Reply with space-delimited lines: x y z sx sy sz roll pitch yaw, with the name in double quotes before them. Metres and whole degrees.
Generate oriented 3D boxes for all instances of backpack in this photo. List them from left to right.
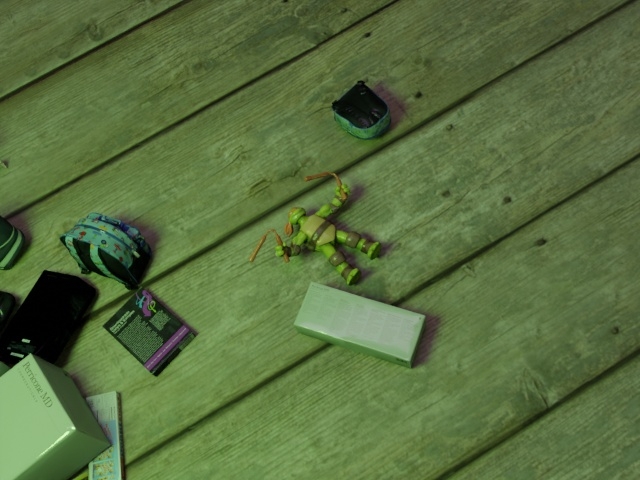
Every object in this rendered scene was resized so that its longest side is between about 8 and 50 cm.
"backpack" -0.449 0.008 1.679 0.158 0.173 0.116 17 68 18
"backpack" 0.097 -0.276 1.782 0.105 0.084 0.114 -41 60 -11

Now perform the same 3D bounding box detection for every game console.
"game console" -0.670 0.145 1.710 0.361 0.044 0.213 10 55 20

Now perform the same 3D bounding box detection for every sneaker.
"sneaker" -0.781 0.025 1.752 0.282 0.153 0.099 -22 64 12

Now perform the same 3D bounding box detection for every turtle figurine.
"turtle figurine" 0.000 0.000 1.661 0.217 0.087 0.269 37 66 15

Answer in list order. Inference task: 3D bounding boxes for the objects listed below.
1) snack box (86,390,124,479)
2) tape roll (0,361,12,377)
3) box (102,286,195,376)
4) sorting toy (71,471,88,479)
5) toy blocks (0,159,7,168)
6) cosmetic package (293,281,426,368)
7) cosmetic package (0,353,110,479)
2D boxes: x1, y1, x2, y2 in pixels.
"snack box" -0.420 0.386 1.573 0.064 0.022 0.178 -13 63 4
"tape roll" -0.707 0.234 1.583 0.219 0.219 0.072 24 69 19
"box" -0.353 0.185 1.658 0.162 0.029 0.116 38 74 22
"sorting toy" -0.531 0.509 1.468 0.274 0.132 0.046 -39 63 -11
"toy blocks" -0.895 -0.217 1.803 0.260 0.288 0.308 -17 60 5
"cosmetic package" 0.078 0.165 1.581 0.239 0.060 0.098 16 70 16
"cosmetic package" -0.608 0.411 1.508 0.365 0.155 0.197 -40 63 -6
